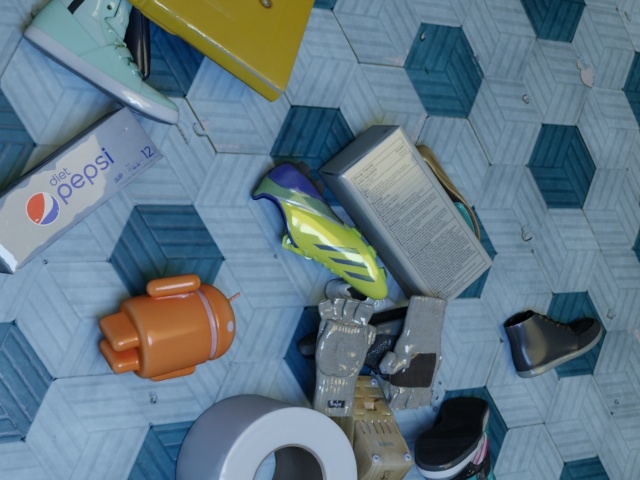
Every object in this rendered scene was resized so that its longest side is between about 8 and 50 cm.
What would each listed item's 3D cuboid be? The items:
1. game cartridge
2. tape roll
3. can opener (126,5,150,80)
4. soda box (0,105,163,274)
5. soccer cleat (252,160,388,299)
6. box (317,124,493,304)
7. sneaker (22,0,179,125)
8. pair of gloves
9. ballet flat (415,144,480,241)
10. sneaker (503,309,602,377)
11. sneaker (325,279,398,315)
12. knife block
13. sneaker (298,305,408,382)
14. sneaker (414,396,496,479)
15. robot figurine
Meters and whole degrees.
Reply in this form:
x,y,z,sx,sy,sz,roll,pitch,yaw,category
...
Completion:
x,y,z,sx,sy,sz,roll,pitch,yaw,category
-0.160,-0.413,1.465,0.323,0.052,0.285,32,53,-24,game cartridge
-0.087,0.375,1.465,0.246,0.169,0.246,1,89,-31,tape roll
-0.287,-0.343,1.440,0.059,0.073,0.186,-25,108,-68,can opener
-0.376,-0.076,1.352,0.286,0.091,0.098,-43,110,-24,soda box
-0.001,0.000,1.556,0.121,0.093,0.289,-40,95,-14,soccer cleat
0.150,-0.041,1.627,0.148,0.121,0.311,-39,108,-11,box
-0.291,-0.289,1.374,0.256,0.094,0.151,34,83,-10,sneaker
0.098,0.189,1.540,0.240,0.042,0.204,-1,103,-22,pair of gloves
0.236,-0.082,1.724,0.232,0.080,0.073,55,37,-20,ballet flat
0.469,0.177,1.845,0.222,0.083,0.118,-25,101,-27,sneaker
0.083,0.111,1.635,0.152,0.061,0.054,22,76,-29,sneaker
0.052,0.403,1.607,0.088,0.242,0.276,7,40,-31,knife block
0.078,0.200,1.602,0.227,0.087,0.130,-11,104,-16,sneaker
0.238,0.408,1.639,0.295,0.124,0.178,-26,114,-65,sneaker
-0.224,0.135,1.414,0.219,0.128,0.158,-12,88,-30,robot figurine
